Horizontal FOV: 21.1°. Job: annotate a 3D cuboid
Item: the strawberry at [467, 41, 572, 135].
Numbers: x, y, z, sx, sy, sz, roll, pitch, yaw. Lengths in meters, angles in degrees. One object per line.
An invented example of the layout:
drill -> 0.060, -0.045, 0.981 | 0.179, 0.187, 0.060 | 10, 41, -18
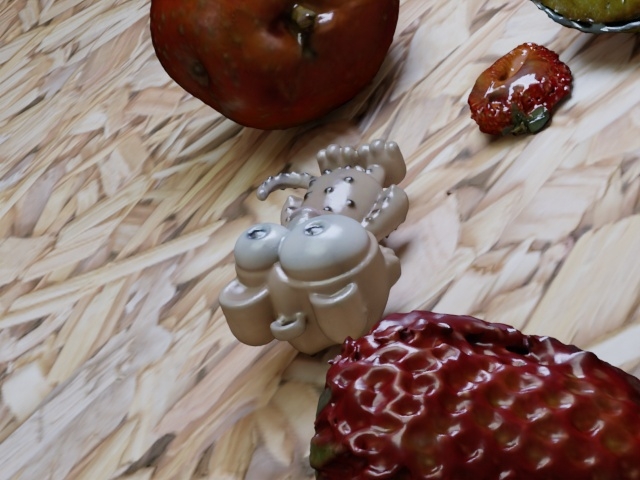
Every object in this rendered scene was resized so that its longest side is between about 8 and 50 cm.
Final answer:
strawberry -> 0.193, -0.153, 1.676 | 0.104, 0.048, 0.152 | -15, 35, 24

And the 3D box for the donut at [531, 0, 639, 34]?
donut -> 0.318, -0.317, 1.651 | 0.272, 0.107, 0.272 | -7, 80, 42

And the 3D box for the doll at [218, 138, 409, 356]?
doll -> 0.002, -0.001, 1.552 | 0.154, 0.119, 0.278 | -10, 31, 15

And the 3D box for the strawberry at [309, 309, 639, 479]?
strawberry -> 0.120, 0.140, 1.150 | 0.244, 0.205, 0.205 | -2, 36, 13

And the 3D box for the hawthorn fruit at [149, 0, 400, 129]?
hawthorn fruit -> -0.046, -0.250, 1.852 | 0.275, 0.275, 0.299 | -36, 19, -6
